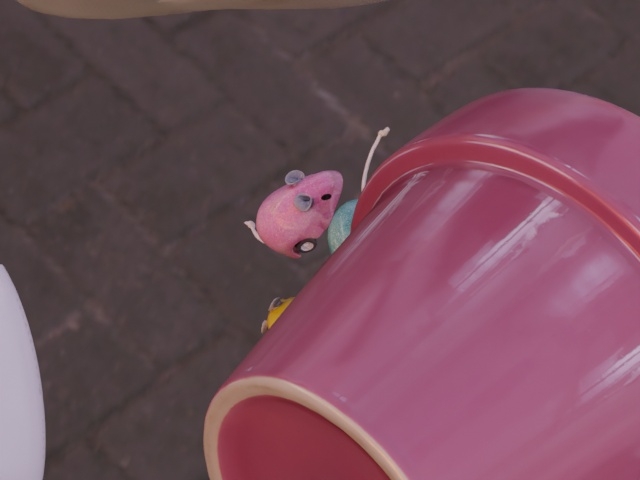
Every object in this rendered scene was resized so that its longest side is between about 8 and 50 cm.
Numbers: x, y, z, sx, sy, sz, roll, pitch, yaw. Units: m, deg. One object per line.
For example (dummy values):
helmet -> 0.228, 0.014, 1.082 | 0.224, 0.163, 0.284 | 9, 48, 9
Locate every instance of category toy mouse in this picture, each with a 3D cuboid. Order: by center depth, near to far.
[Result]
toy mouse -> 0.000, 0.000, 1.018 | 0.031, 0.143, 0.161 | 8, 26, -34

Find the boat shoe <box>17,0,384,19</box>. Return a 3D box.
boat shoe -> -0.035, -0.155, 0.884 | 0.228, 0.079, 0.081 | -3, 81, -1

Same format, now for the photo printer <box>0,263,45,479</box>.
photo printer -> -0.385, 0.152, 1.742 | 0.307, 0.107, 0.256 | -10, 91, -54

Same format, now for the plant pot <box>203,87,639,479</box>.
plant pot -> 0.060, 0.063, 0.744 | 0.201, 0.201, 0.180 | 45, 54, 15
